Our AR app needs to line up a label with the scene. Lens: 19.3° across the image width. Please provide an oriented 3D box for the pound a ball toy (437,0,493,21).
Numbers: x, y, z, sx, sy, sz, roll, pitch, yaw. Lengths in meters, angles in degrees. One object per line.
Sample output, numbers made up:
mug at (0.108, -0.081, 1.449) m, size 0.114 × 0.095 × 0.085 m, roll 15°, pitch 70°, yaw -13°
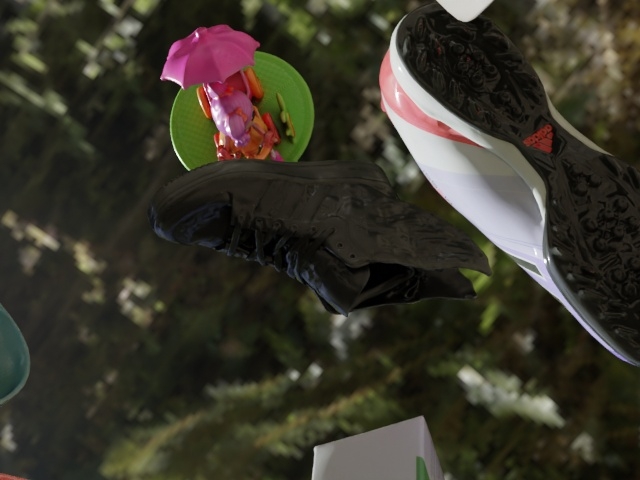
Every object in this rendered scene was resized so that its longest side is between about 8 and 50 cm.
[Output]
pound a ball toy at (0.147, -0.278, 1.206) m, size 0.136 × 0.208 × 0.319 m, roll 47°, pitch 166°, yaw -1°

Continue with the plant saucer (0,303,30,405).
plant saucer at (-0.342, 0.038, 1.222) m, size 0.317 × 0.044 × 0.317 m, roll 26°, pitch -166°, yaw -7°

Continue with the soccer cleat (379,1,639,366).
soccer cleat at (0.157, -0.030, 1.372) m, size 0.108 × 0.116 × 0.318 m, roll -33°, pitch -104°, yaw -24°

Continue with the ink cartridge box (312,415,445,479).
ink cartridge box at (0.064, 0.260, 1.363) m, size 0.154 × 0.093 × 0.212 m, roll -84°, pitch -25°, yaw -70°

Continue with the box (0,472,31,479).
box at (-0.057, 0.187, 0.687) m, size 0.300 × 0.142 × 0.154 m, roll 14°, pitch -112°, yaw -7°

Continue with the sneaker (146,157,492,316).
sneaker at (-0.001, 0.002, 1.004) m, size 0.170 × 0.051 × 0.089 m, roll -6°, pitch -128°, yaw -25°

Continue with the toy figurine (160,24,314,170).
toy figurine at (-0.076, -0.108, 1.574) m, size 0.159 × 0.130 × 0.173 m, roll 56°, pitch -167°, yaw -71°
